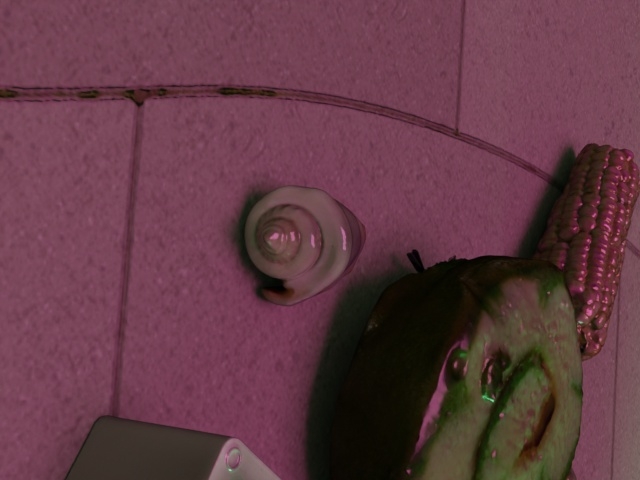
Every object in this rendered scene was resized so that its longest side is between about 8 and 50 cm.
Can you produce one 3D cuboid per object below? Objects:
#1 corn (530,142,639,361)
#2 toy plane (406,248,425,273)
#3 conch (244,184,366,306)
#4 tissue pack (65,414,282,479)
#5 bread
[{"bbox_3d":[0.337,0.010,1.462,0.126,0.127,0.335,60,42,-34],"label":"corn"},{"bbox_3d":[0.117,0.074,1.228,0.145,0.037,0.060,50,49,-40],"label":"toy plane"},{"bbox_3d":[-0.011,0.003,1.043,0.176,0.094,0.104,6,70,-79],"label":"conch"},{"bbox_3d":[-0.085,0.264,0.875,0.246,0.136,0.159,52,50,-39],"label":"tissue pack"},{"bbox_3d":[0.162,0.205,1.170,0.366,0.129,0.382,-60,138,-22],"label":"bread"}]
